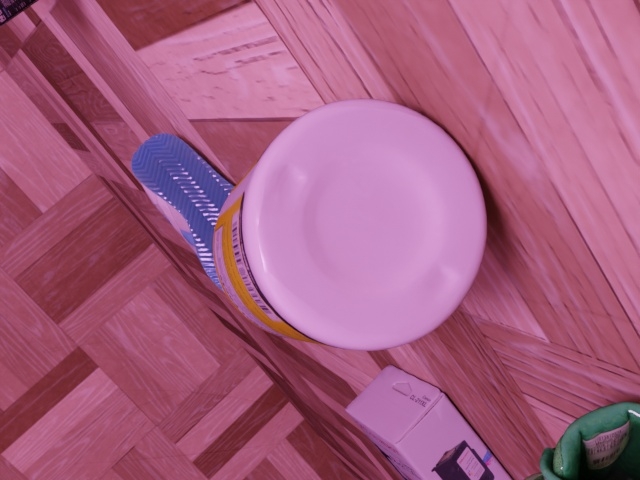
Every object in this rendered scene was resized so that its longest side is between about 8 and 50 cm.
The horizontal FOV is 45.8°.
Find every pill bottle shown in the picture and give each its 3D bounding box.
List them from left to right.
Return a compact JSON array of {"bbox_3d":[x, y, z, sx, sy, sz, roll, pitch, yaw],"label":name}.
[{"bbox_3d":[0.000,0.000,0.442,0.119,0.119,0.208,49,167,-6],"label":"pill bottle"}]

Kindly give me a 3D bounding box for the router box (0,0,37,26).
[{"bbox_3d":[-0.305,-0.259,0.704,0.122,0.092,0.038,40,165,26],"label":"router box"}]

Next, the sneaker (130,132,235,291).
[{"bbox_3d":[-0.109,-0.017,0.820,0.229,0.087,0.092,50,175,19],"label":"sneaker"}]

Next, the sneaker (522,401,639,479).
[{"bbox_3d":[0.175,0.146,0.411,0.295,0.109,0.124,111,141,-78],"label":"sneaker"}]

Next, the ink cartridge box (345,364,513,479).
[{"bbox_3d":[0.122,0.228,0.800,0.175,0.072,0.127,51,166,-16],"label":"ink cartridge box"}]
